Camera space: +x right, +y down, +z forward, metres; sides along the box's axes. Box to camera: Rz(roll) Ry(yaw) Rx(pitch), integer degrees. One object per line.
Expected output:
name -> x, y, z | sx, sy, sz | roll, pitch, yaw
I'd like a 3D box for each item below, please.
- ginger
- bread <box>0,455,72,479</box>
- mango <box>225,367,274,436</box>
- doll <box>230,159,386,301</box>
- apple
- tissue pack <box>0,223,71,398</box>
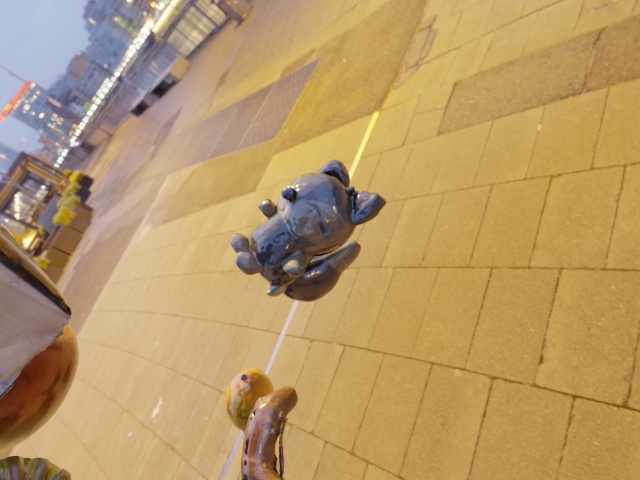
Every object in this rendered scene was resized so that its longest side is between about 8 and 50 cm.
ginger -> -0.124, 0.494, 1.036 | 0.133, 0.107, 0.309 | -6, 50, 3
bread -> -0.480, 0.432, 0.647 | 0.105, 0.214, 0.213 | -27, 40, 57
mango -> -0.223, 0.534, 1.416 | 0.144, 0.359, 0.186 | 10, 54, 10
doll -> -0.017, -0.025, 1.161 | 0.383, 0.378, 0.252 | -37, 69, 4
apple -> -0.617, 0.224, 0.781 | 0.277, 0.319, 0.319 | -53, 30, -15
tissue pack -> -0.489, 0.026, 0.450 | 0.417, 0.264, 0.253 | 19, 59, 39
